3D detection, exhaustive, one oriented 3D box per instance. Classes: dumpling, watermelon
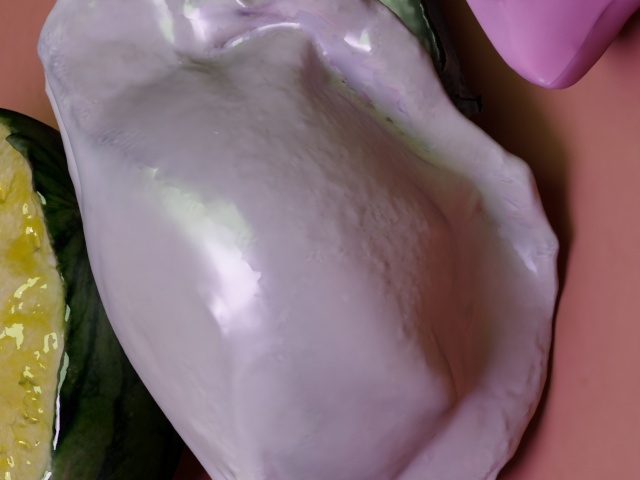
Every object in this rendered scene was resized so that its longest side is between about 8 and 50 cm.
[{"bbox_3d":[0.000,0.000,0.634,0.151,0.124,0.229,-28,98,-6],"label":"dumpling"},{"bbox_3d":[-0.128,0.066,0.753,0.232,0.127,0.204,-59,43,20],"label":"watermelon"}]

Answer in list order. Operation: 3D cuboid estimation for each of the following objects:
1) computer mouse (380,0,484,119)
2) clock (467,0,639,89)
[{"bbox_3d":[-0.016,-0.107,0.724,0.126,0.071,0.231,-26,80,20],"label":"computer mouse"},{"bbox_3d":[0.120,-0.169,0.597,0.195,0.100,0.194,-26,66,34],"label":"clock"}]
